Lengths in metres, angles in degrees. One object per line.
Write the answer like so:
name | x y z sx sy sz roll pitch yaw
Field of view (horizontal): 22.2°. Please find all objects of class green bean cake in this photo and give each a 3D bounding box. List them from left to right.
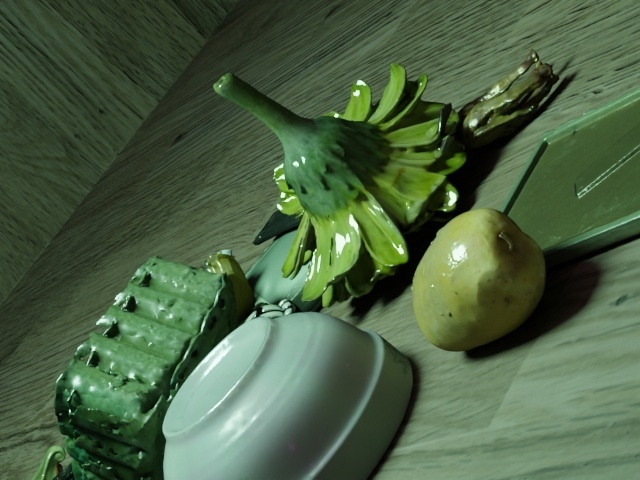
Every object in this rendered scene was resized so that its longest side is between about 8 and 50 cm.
green bean cake | -0.179 0.180 1.827 0.241 0.132 0.255 -60 -23 -43

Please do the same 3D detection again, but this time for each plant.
plant | 0.040 -0.101 1.893 0.261 0.297 0.306 -17 31 2

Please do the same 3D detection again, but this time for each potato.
potato | 0.146 0.038 1.524 0.109 0.118 0.178 -16 -15 -26

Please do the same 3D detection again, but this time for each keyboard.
keyboard | -0.038 -0.033 2.201 0.061 0.013 0.204 -54 13 -22

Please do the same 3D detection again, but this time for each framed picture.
framed picture | 0.281 -0.070 1.584 0.335 0.022 0.247 -27 25 52

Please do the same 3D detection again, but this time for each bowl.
bowl | -0.055 0.181 1.644 0.287 0.144 0.287 -43 15 14

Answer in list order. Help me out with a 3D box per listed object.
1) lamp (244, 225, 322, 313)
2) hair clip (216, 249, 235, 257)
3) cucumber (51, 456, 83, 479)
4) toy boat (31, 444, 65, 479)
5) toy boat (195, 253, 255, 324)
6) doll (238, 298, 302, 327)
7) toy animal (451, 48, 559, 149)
lamp | 0.000 0.000 2.122 0.266 0.047 0.269 -48 15 -4
hair clip | -0.127 0.099 2.122 0.187 0.056 0.146 -110 25 -56
cucumber | -0.243 0.271 2.060 0.241 0.074 0.074 -39 17 23
toy boat | -0.403 0.365 2.253 0.185 0.071 0.089 -45 15 6
toy boat | -0.187 0.130 2.029 0.321 0.121 0.089 -53 49 38
doll | -0.042 0.120 1.887 0.091 0.067 0.219 -45 21 -6
toy animal | 0.184 -0.142 1.975 0.275 0.054 0.149 -38 16 35
